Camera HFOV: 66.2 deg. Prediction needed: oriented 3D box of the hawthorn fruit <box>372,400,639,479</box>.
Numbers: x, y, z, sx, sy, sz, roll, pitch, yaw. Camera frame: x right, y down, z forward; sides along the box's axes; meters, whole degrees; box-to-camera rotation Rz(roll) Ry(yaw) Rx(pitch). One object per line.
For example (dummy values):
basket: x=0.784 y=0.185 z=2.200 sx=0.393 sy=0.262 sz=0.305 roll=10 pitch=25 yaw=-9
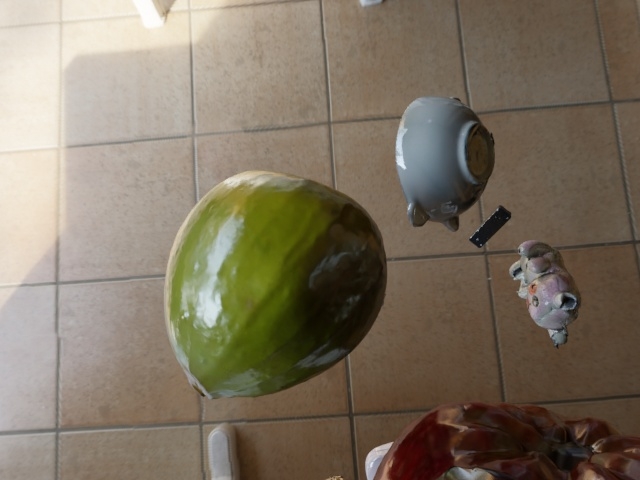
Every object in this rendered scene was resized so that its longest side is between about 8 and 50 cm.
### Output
hawthorn fruit: x=0.235 y=0.377 z=0.494 sx=0.402 sy=0.403 sz=0.403 roll=0 pitch=82 yaw=3

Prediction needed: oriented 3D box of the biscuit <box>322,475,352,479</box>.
biscuit: x=0.076 y=0.748 z=1.210 sx=0.040 sy=0.317 sz=0.318 roll=-4 pitch=79 yaw=-39

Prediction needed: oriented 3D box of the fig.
fig: x=-0.079 y=0.069 z=0.734 sx=0.342 sy=0.343 sz=0.344 roll=0 pitch=82 yaw=3

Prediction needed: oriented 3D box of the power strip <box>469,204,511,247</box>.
power strip: x=0.396 y=-0.032 z=1.148 sx=0.038 sy=0.029 sz=0.111 roll=40 pitch=122 yaw=4

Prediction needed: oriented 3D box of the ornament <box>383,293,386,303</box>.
ornament: x=0.149 y=0.168 z=1.335 sx=0.041 sy=0.092 sz=0.068 roll=40 pitch=54 yaw=-6

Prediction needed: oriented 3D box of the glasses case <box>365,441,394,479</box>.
glasses case: x=0.246 y=0.488 z=1.079 sx=0.296 sy=0.075 sz=0.113 roll=-13 pitch=104 yaw=3

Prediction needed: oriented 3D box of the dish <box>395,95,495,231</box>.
dish: x=0.224 y=-0.130 z=0.778 sx=0.086 sy=0.227 sz=0.237 roll=1 pitch=83 yaw=48

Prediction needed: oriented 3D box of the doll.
doll: x=0.430 y=0.090 z=0.935 sx=0.095 sy=0.149 sz=0.192 roll=-8 pitch=54 yaw=3
